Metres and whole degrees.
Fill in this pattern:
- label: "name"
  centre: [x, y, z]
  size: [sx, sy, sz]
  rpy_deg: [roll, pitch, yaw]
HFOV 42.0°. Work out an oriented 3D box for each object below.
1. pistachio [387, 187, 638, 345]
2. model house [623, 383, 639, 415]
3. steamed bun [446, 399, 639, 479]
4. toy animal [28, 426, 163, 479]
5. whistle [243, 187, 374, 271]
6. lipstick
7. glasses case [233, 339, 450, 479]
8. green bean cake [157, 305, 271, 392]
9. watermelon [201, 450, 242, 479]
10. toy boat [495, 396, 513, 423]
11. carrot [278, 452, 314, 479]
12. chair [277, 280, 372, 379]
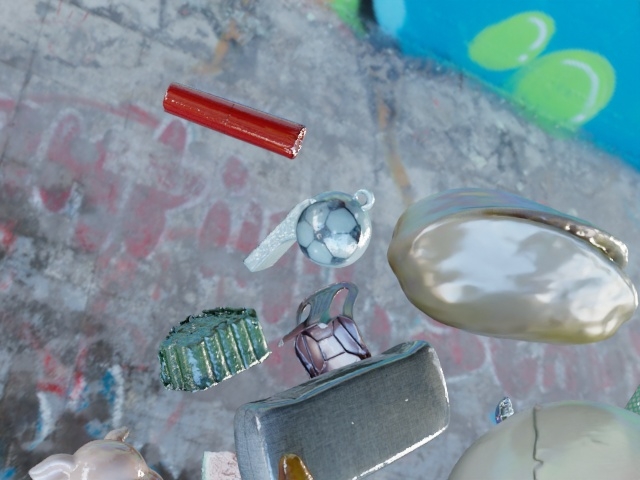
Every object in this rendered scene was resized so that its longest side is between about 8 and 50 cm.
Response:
- label: "pistachio"
  centre: [0.212, 0.022, 0.923]
  size: [0.288, 0.197, 0.166]
  rpy_deg: [6, 57, -11]
- label: "model house"
  centre: [0.604, 0.310, 1.391]
  size: [0.207, 0.178, 0.271]
  rpy_deg: [29, 6, -2]
- label: "steamed bun"
  centre: [0.245, 0.328, 0.760]
  size: [0.334, 0.334, 0.374]
  rpy_deg: [40, 32, -11]
- label: "toy animal"
  centre: [-0.283, 0.398, 1.169]
  size: [0.166, 0.154, 0.250]
  rpy_deg: [6, 64, -75]
- label: "whistle"
  centre: [0.000, 0.000, 1.626]
  size: [0.163, 0.290, 0.163]
  rpy_deg: [37, 24, -20]
- label: "lipstick"
  centre: [-0.165, -0.233, 1.606]
  size: [0.280, 0.073, 0.073]
  rpy_deg: [21, 50, 8]
- label: "glasses case"
  centre: [0.037, 0.221, 1.020]
  size: [0.323, 0.074, 0.131]
  rpy_deg: [-13, 94, -44]
- label: "green bean cake"
  centre: [-0.225, 0.200, 1.537]
  size: [0.208, 0.194, 0.107]
  rpy_deg: [-26, 107, -47]
- label: "watermelon"
  centre: [-0.180, 0.547, 1.793]
  size: [0.136, 0.202, 0.207]
  rpy_deg: [7, 28, -21]
- label: "toy boat"
  centre: [0.390, 0.361, 1.755]
  size: [0.038, 0.038, 0.083]
  rpy_deg: [45, 35, -6]
- label: "carrot"
  centre: [-0.015, 0.285, 0.867]
  size: [0.048, 0.048, 0.139]
  rpy_deg: [-21, 105, -41]
- label: "chair"
  centre: [0.021, 0.232, 1.917]
  size: [0.183, 0.176, 0.326]
  rpy_deg: [63, 16, -7]
